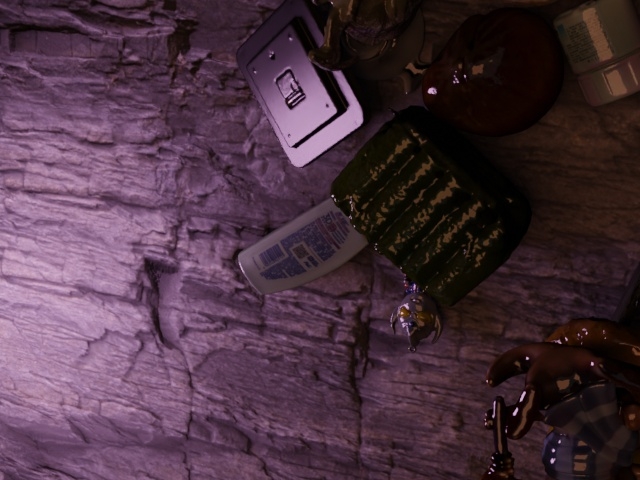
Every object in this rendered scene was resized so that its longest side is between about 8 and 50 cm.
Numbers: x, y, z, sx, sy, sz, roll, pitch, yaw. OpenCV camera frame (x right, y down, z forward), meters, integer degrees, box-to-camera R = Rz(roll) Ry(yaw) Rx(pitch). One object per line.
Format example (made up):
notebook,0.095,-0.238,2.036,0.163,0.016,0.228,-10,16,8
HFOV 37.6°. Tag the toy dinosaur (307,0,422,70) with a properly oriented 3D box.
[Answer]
toy dinosaur,0.090,-0.413,1.634,0.294,0.077,0.162,-28,130,-6

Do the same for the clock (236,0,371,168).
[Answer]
clock,-0.044,-0.295,1.783,0.279,0.049,0.273,-30,88,55

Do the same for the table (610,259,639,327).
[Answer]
table,0.651,0.152,1.606,0.272,0.222,0.335,24,116,14

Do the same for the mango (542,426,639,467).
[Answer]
mango,0.581,0.456,1.746,0.365,0.182,0.253,41,150,2

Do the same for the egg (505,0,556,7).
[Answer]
egg,0.356,-0.485,1.526,0.245,0.203,0.203,-9,104,19

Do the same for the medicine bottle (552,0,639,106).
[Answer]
medicine bottle,0.477,-0.322,1.567,0.135,0.135,0.169,-23,97,29

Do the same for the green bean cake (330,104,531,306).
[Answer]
green bean cake,0.208,-0.084,1.670,0.335,0.319,0.218,46,116,-1

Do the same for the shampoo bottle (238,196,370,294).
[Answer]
shampoo bottle,0.000,0.000,1.923,0.359,0.078,0.134,-30,98,29

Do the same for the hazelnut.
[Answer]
hazelnut,0.289,-0.284,1.624,0.251,0.217,0.217,-20,99,40

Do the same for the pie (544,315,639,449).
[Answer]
pie,0.483,0.241,1.547,0.273,0.069,0.273,16,123,26

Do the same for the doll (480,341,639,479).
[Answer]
doll,0.386,0.321,1.473,0.317,0.209,0.340,-3,115,39

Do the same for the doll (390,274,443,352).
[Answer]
doll,0.199,0.134,1.891,0.104,0.062,0.195,8,102,2

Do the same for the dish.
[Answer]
dish,0.099,-0.379,1.746,0.246,0.078,0.224,47,118,2
